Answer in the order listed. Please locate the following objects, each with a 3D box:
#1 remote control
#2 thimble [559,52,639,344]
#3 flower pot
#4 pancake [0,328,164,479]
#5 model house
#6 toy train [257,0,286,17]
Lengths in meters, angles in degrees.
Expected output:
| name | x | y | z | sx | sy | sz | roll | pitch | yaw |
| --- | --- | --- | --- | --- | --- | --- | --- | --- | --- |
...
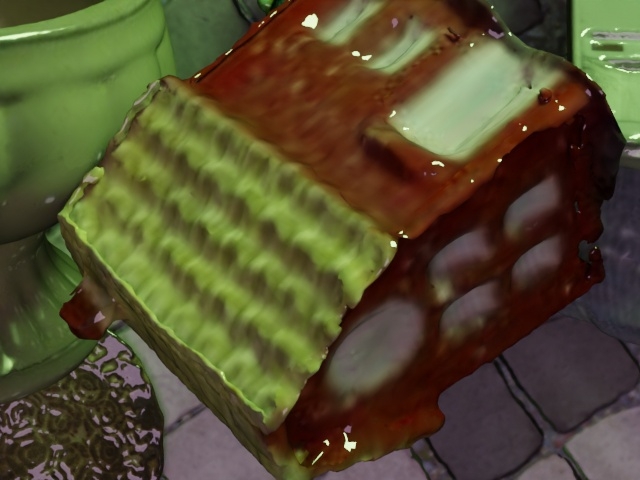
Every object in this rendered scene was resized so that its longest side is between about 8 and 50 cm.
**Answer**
| name | x | y | z | sx | sy | sz | roll | pitch | yaw |
| --- | --- | --- | --- | --- | --- | --- | --- | --- | --- |
| remote control | 0.201 | -0.148 | 0.750 | 0.123 | 0.285 | 0.038 | 2 | 141 | 5 |
| thimble | 0.230 | -0.019 | 0.803 | 0.236 | 0.205 | 0.172 | 25 | 98 | 27 |
| flower pot | -0.240 | -0.047 | 0.780 | 0.307 | 0.307 | 0.244 | 4 | 116 | 2 |
| pancake | -0.205 | 0.142 | 0.944 | 0.199 | 0.021 | 0.199 | 1 | 102 | 2 |
| model house | 0.000 | 0.000 | 0.679 | 0.254 | 0.196 | 0.160 | -38 | 143 | -15 |
| toy train | 0.007 | -0.125 | 0.848 | 0.132 | 0.083 | 0.200 | 25 | 101 | 1 |
